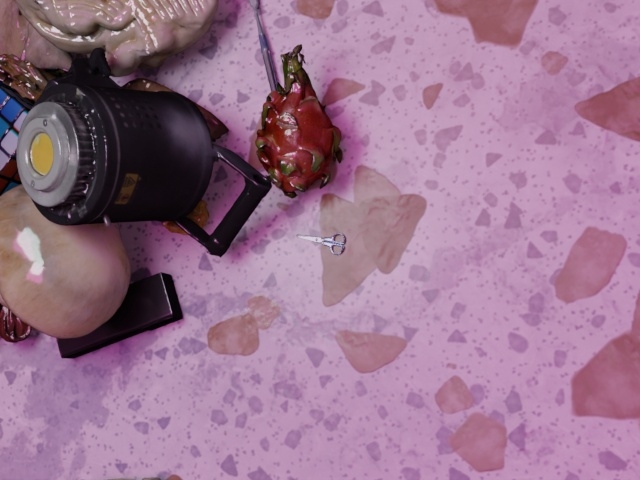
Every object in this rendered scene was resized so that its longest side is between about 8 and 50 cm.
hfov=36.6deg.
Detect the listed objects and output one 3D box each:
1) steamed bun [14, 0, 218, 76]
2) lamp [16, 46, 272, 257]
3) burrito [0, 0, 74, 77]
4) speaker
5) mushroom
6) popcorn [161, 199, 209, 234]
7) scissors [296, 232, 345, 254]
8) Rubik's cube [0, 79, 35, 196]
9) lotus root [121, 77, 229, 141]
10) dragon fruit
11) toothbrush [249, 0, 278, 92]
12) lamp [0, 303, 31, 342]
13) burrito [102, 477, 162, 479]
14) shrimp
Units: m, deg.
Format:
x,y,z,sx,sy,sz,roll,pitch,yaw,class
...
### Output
x,y,z,sx,sy,sz,roll,pitch,yaw,class
-0.336,-0.414,1.592,0.320,0.206,0.275,25,88,-15,steamed bun
-0.301,-0.117,1.430,0.374,0.272,0.205,42,120,7,lamp
-0.533,-0.369,1.711,0.175,0.107,0.348,-44,67,30,burrito
-0.341,0.128,1.617,0.218,0.044,0.082,-22,77,14,speaker
-0.433,0.036,1.529,0.234,0.260,0.254,-32,114,26,mushroom
-0.224,-0.047,1.597,0.082,0.057,0.083,36,94,16,popcorn
0.000,0.000,1.547,0.083,0.006,0.036,11,88,18,scissors
-0.529,-0.168,1.655,0.151,0.154,0.155,41,95,18,Rubik's cube
-0.300,-0.184,1.631,0.260,0.074,0.170,-32,70,12,lotus root
-0.035,-0.185,1.515,0.135,0.137,0.236,-3,84,2,dragon fruit
-0.092,-0.320,1.611,0.016,0.019,0.220,-17,79,17,toothbrush
-0.583,0.072,1.659,0.223,0.151,0.215,17,95,-24,lamp
-0.340,0.413,1.583,0.185,0.041,0.045,-6,84,15,burrito
-0.477,-0.257,1.576,0.262,0.117,0.066,27,109,-4,shrimp
